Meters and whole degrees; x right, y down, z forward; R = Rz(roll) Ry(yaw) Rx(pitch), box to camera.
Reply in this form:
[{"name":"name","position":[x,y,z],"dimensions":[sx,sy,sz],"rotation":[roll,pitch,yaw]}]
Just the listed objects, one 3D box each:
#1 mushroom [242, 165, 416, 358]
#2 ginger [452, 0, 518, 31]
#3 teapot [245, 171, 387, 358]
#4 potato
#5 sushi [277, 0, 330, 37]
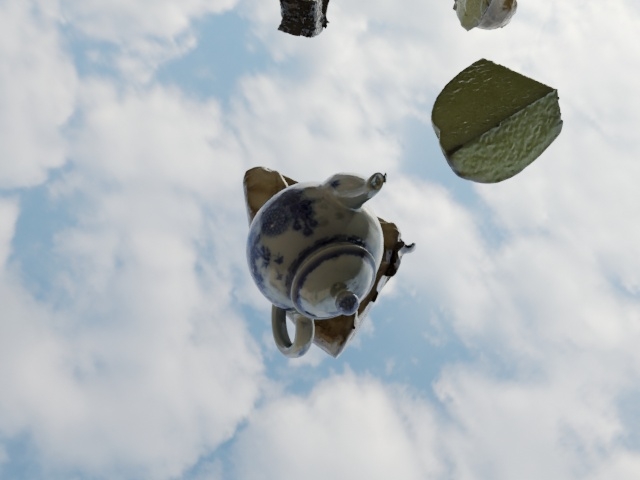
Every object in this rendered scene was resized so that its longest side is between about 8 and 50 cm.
[{"name":"mushroom","position":[-0.036,0.026,1.405],"dimensions":[0.397,0.224,0.313],"rotation":[31,-97,11]},{"name":"ginger","position":[0.380,-0.541,1.391],"dimensions":[0.123,0.193,0.115],"rotation":[-2,-117,-10]},{"name":"teapot","position":[0.001,0.036,1.149],"dimensions":[0.252,0.424,0.280],"rotation":[7,-148,-30]},{"name":"potato","position":[0.176,-0.127,0.728],"dimensions":[0.149,0.081,0.120],"rotation":[-31,-139,-10]},{"name":"sushi","position":[-0.039,-0.471,1.342],"dimensions":[0.094,0.084,0.098],"rotation":[16,-150,19]}]
